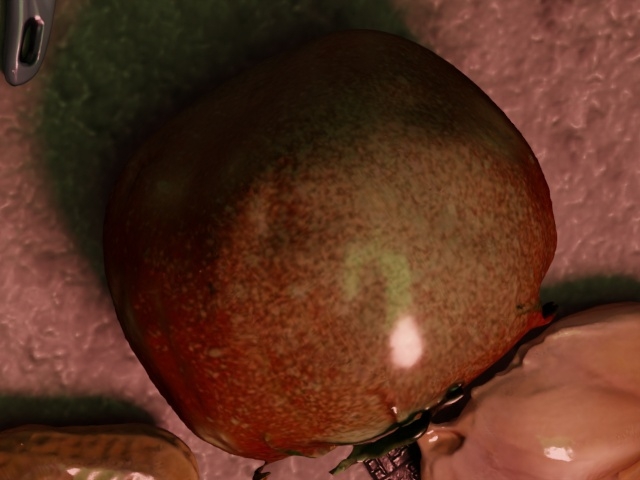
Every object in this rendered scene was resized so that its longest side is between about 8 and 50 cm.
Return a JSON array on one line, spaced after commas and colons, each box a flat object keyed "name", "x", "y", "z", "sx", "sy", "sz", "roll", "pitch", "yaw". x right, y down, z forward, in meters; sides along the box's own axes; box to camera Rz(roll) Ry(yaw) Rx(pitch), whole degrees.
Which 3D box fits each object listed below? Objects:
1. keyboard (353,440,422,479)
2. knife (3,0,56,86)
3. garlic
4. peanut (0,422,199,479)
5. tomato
[{"name": "keyboard", "x": 0.052, "y": 0.146, "z": 1.342, "sx": 0.061, "sy": 0.013, "sz": 0.204, "roll": -34, "pitch": 117, "yaw": -8}, {"name": "knife", "x": -0.170, "y": -0.252, "z": 1.119, "sx": 0.044, "sy": 0.019, "sz": 0.313, "roll": 1, "pitch": 106, "yaw": -31}, {"name": "garlic", "x": 0.190, "y": 0.167, "z": 1.348, "sx": 0.228, "sy": 0.110, "sz": 0.217, "roll": -12, "pitch": 116, "yaw": -24}, {"name": "peanut", "x": -0.179, "y": 0.172, "z": 1.216, "sx": 0.194, "sy": 0.083, "sz": 0.093, "roll": -1, "pitch": 106, "yaw": -23}, {"name": "tomato", "x": 0.000, "y": 0.000, "z": 1.145, "sx": 0.303, "sy": 0.303, "sz": 0.239, "roll": -33, "pitch": 101, "yaw": -9}]
